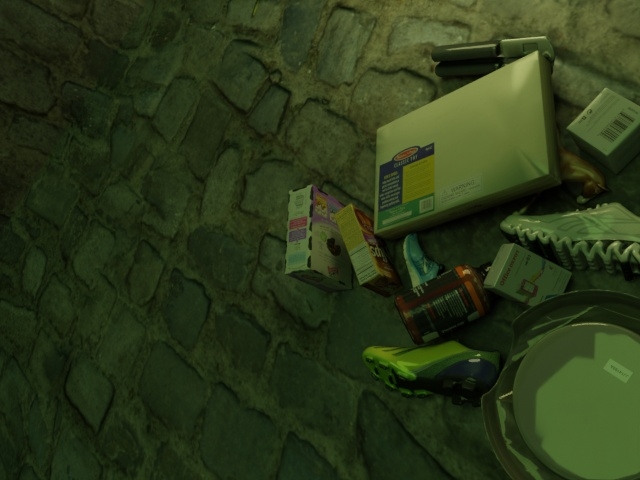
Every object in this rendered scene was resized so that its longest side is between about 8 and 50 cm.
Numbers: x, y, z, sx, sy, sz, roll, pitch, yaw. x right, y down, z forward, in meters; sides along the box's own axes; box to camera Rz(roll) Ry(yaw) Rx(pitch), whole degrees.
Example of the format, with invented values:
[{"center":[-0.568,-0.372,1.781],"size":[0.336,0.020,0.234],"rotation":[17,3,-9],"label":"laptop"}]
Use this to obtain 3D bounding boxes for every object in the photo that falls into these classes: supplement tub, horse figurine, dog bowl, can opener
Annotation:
[{"center":[0.246,0.113,1.192],"size":[0.197,0.106,0.106],"rotation":[-26,56,6],"label":"supplement tub"},{"center":[0.414,-0.163,1.222],"size":[0.174,0.066,0.263],"rotation":[-34,57,31],"label":"horse figurine"},{"center":[0.438,0.258,1.005],"size":[0.348,0.102,0.349],"rotation":[-14,64,32],"label":"dog bowl"},{"center":[0.356,-0.381,1.337],"size":[0.280,0.074,0.093],"rotation":[13,44,42],"label":"can opener"}]

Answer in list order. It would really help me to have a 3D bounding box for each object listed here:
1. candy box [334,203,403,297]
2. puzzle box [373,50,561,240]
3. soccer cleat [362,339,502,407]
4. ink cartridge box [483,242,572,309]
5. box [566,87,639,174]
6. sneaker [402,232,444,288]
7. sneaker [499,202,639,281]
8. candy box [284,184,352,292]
[{"center":[0.103,0.022,1.352],"size":[0.053,0.109,0.187],"rotation":[-33,56,23],"label":"candy box"},{"center":[0.275,-0.177,1.282],"size":[0.409,0.052,0.272],"rotation":[-19,58,43],"label":"puzzle box"},{"center":[0.211,0.237,1.213],"size":[0.289,0.093,0.121],"rotation":[2,43,42],"label":"soccer cleat"},{"center":[0.365,0.070,1.123],"size":[0.122,0.052,0.089],"rotation":[26,85,-3],"label":"ink cartridge box"},{"center":[0.523,-0.196,1.138],"size":[0.101,0.087,0.102],"rotation":[-48,50,11],"label":"box"},{"center":[0.217,0.056,1.294],"size":[0.073,0.063,0.162],"rotation":[-20,67,14],"label":"sneaker"},{"center":[0.464,-0.011,1.105],"size":[0.292,0.110,0.118],"rotation":[13,72,31],"label":"sneaker"},{"center":[0.000,0.000,1.401],"size":[0.070,0.165,0.196],"rotation":[-13,64,33],"label":"candy box"}]
